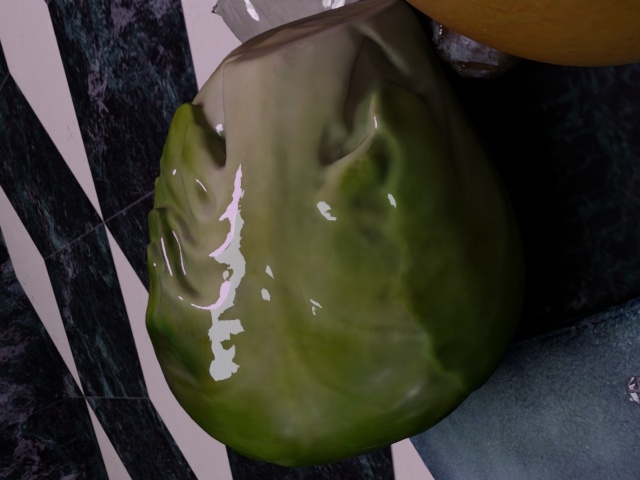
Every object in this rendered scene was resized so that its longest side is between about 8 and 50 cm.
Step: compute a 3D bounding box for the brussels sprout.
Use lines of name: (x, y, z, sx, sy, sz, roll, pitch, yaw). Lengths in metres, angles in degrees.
brussels sprout: (0.005, 0.001, 0.673, 0.289, 0.281, 0.355, -104, 8, -63)

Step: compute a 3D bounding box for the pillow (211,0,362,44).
pillow: (-0.004, -0.194, 0.751, 0.181, 0.077, 0.134, -21, 97, 54)

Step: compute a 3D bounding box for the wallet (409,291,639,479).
wallet: (0.192, 0.160, 0.719, 0.191, 0.046, 0.379, 62, 149, 3)

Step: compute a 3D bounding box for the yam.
yam: (0.128, -0.164, 0.561, 0.079, 0.079, 0.141, 60, 149, 10)

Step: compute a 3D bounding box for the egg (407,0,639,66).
egg: (0.098, -0.244, 0.344, 0.282, 0.282, 0.351, 2, 116, 57)
